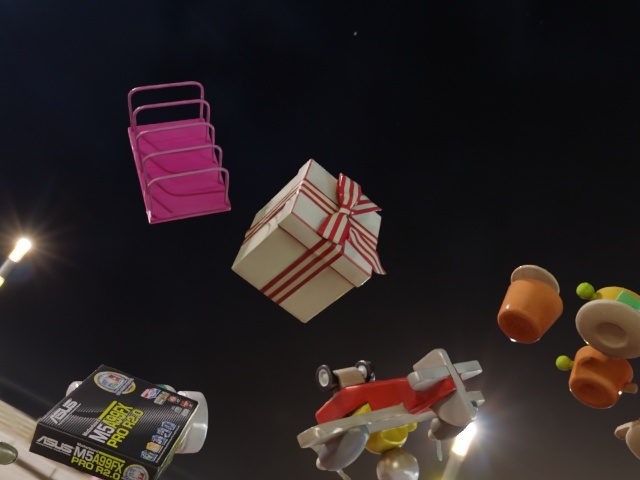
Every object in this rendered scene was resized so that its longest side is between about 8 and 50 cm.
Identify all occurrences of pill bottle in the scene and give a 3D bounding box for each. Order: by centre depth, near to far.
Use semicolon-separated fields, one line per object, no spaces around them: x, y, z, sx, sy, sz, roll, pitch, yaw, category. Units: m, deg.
-0.512;0.499;1.727;0.361;0.204;0.204;10;-12;-30;pill bottle

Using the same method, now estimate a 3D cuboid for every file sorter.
-0.351;-0.225;1.540;0.202;0.290;0.182;-11;-26;-18;file sorter

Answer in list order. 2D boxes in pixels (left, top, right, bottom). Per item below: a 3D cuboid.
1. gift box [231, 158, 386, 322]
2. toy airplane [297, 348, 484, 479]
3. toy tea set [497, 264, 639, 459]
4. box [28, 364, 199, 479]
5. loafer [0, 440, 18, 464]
0.000;0.000;1.412;0.276;0.255;0.258;35;-53;-20;gift box
0.165;0.370;1.275;0.386;0.272;0.384;-8;-12;4;toy airplane
0.396;0.134;0.793;0.336;0.124;0.200;42;-36;6;toy tea set
-0.362;0.336;1.147;0.216;0.060;0.270;22;9;0;box
-0.783;0.503;1.492;0.050;0.056;0.148;5;-27;39;loafer
